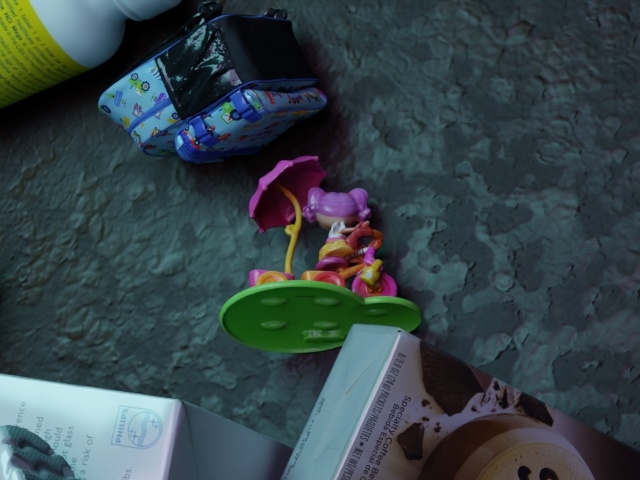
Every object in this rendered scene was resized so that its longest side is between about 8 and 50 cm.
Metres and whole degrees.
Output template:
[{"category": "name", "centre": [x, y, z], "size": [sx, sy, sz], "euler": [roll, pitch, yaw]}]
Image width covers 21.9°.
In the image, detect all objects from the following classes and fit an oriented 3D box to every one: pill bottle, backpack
[{"category": "pill bottle", "centre": [-0.311, -0.227, 1.590], "size": [0.334, 0.188, 0.188], "euler": [-21, 66, 14]}, {"category": "backpack", "centre": [-0.105, -0.128, 1.496], "size": [0.173, 0.158, 0.117], "euler": [-29, 81, 25]}]

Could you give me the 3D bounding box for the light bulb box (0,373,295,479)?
[{"category": "light bulb box", "centre": [-0.211, 0.236, 1.292], "size": [0.361, 0.358, 0.225], "euler": [5, 76, 23]}]

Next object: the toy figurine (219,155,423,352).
[{"category": "toy figurine", "centre": [0.000, 0.000, 1.441], "size": [0.173, 0.130, 0.159], "euler": [0, 61, -1]}]

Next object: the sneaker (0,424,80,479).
[{"category": "sneaker", "centre": [-0.182, 0.251, 1.022], "size": [0.115, 0.105, 0.281], "euler": [-23, 70, 14]}]

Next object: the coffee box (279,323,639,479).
[{"category": "coffee box", "centre": [0.132, 0.199, 1.212], "size": [0.297, 0.119, 0.168], "euler": [27, 82, -15]}]
